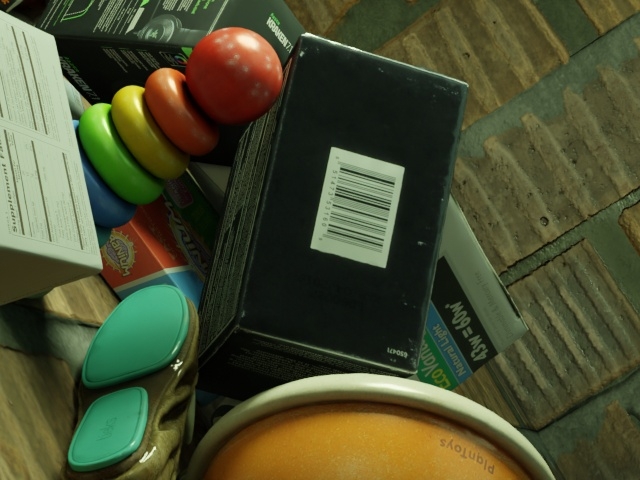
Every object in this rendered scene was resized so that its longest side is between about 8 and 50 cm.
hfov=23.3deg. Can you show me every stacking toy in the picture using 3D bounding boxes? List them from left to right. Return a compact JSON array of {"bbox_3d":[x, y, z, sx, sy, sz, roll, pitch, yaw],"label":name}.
[{"bbox_3d":[-0.181,-0.088,1.446,0.141,0.330,0.141,51,13,-17],"label":"stacking toy"},{"bbox_3d":[0.022,0.380,1.285,0.350,0.350,0.480,49,33,-29],"label":"stacking toy"}]

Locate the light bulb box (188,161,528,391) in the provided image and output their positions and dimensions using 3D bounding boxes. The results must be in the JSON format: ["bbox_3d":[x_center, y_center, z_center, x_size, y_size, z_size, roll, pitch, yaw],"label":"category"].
[{"bbox_3d":[0.028,-0.014,1.966,0.361,0.225,0.358,45,-11,51],"label":"light bulb box"}]

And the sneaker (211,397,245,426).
[{"bbox_3d":[-0.041,0.271,1.666,0.091,0.094,0.258,-39,100,-48],"label":"sneaker"}]

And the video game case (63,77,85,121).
[{"bbox_3d":[-0.333,-0.182,1.844,0.166,0.015,0.119,43,18,-45],"label":"video game case"}]

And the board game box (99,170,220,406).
[{"bbox_3d":[-0.159,0.035,1.828,0.242,0.064,0.316,54,13,-9],"label":"board game box"}]

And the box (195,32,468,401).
[{"bbox_3d":[0.000,0.000,1.538,0.182,0.296,0.294,16,-18,-11],"label":"box"}]

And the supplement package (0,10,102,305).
[{"bbox_3d":[-0.315,-0.055,1.082,0.262,0.199,0.198,20,54,-69],"label":"supplement package"}]

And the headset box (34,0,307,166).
[{"bbox_3d":[-0.138,-0.200,1.771,0.283,0.131,0.246,10,-26,35],"label":"headset box"}]

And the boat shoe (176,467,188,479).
[{"bbox_3d":[-0.091,0.266,1.550,0.135,0.050,0.045,29,31,-43],"label":"boat shoe"}]

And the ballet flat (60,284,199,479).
[{"bbox_3d":[-0.161,0.167,1.430,0.342,0.116,0.124,-93,167,-66],"label":"ballet flat"}]

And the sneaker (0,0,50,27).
[{"bbox_3d":[-0.387,-0.335,1.745,0.321,0.126,0.127,33,20,-50],"label":"sneaker"}]
